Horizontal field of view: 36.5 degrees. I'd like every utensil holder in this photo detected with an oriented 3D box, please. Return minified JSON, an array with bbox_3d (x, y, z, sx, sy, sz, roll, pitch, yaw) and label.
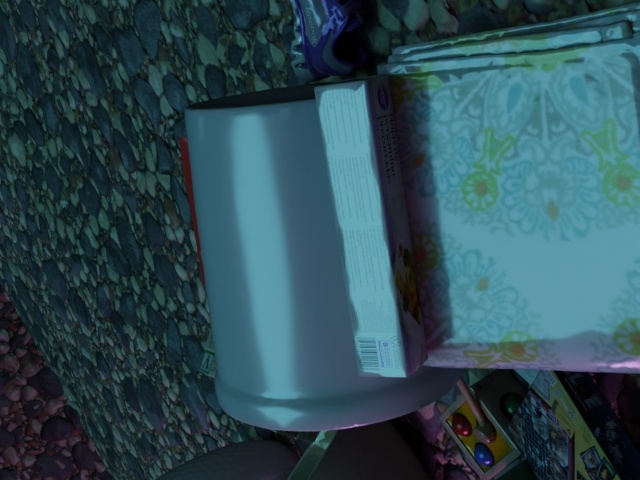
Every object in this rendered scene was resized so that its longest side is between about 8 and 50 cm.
[{"bbox_3d":[0.000,0.000,1.245,0.327,0.327,0.385,9,110,53],"label":"utensil holder"}]

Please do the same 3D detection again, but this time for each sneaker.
[{"bbox_3d":[0.011,-0.317,1.270,0.104,0.095,0.236,19,132,41],"label":"sneaker"}]

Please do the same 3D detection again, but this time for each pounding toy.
[{"bbox_3d":[0.228,0.241,1.317,0.130,0.100,0.141,53,147,17],"label":"pounding toy"}]

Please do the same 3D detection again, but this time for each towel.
[{"bbox_3d":[0.229,-0.042,1.021,0.320,0.090,0.374,-2,103,34],"label":"towel"}]

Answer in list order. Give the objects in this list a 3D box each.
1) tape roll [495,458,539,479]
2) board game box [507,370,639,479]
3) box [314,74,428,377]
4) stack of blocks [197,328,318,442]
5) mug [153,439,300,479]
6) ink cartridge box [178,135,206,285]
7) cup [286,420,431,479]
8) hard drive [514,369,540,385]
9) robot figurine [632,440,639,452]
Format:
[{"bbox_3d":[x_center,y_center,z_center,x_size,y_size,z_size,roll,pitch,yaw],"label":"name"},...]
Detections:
[{"bbox_3d":[0.185,0.411,1.288,0.077,0.321,0.321,53,146,20],"label":"tape roll"},{"bbox_3d":[0.315,0.275,1.131,0.165,0.042,0.243,103,148,-50],"label":"board game box"},{"bbox_3d":[0.057,-0.012,1.046,0.067,0.063,0.324,-4,102,29],"label":"box"},{"bbox_3d":[-0.101,0.232,1.726,0.297,0.087,0.171,11,80,54],"label":"stack of blocks"},{"bbox_3d":[-0.164,0.530,1.879,0.276,0.328,0.374,59,148,9],"label":"mug"},{"bbox_3d":[-0.120,-0.015,1.597,0.261,0.066,0.296,8,121,25],"label":"ink cartridge box"},{"bbox_3d":[0.059,0.443,1.550,0.237,0.331,0.331,35,144,2],"label":"cup"},{"bbox_3d":[0.261,0.027,1.178,0.203,0.040,0.307,44,142,30],"label":"hard drive"},{"bbox_3d":[0.437,0.360,1.105,0.211,0.085,0.291,-15,99,59],"label":"robot figurine"}]
